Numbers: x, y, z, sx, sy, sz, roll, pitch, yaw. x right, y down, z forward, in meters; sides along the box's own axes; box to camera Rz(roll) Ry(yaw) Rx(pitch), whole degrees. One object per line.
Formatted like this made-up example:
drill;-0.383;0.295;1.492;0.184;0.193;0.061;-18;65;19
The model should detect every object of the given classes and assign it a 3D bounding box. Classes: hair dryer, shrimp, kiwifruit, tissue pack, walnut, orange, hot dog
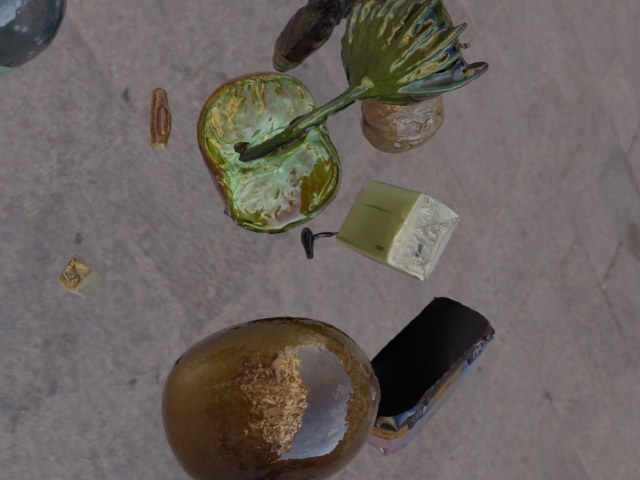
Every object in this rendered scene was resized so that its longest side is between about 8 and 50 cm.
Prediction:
hair dryer;0.000;0.000;1.794;0.031;0.083;0.079;77;1;-53
shrimp;0.022;-0.401;1.456;0.233;0.365;0.071;-43;96;-20
kiwifruit;-0.049;0.177;0.898;0.196;0.233;0.196;-15;90;-74
tissue pack;0.155;-0.026;1.720;0.125;0.234;0.159;29;88;-29
walnut;0.202;-0.313;2.042;0.213;0.213;0.213;12;73;-45
orange;-0.105;-0.183;1.710;0.335;0.262;0.196;62;4;-14
hot dog;-0.320;-0.246;1.671;0.044;0.028;0.137;9;64;-27

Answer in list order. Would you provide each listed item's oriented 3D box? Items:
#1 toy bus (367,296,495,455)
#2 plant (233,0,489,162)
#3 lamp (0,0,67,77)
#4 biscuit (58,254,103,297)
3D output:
toy bus;0.211;0.305;1.807;0.386;0.171;0.162;-38;142;-35
plant;0.075;-0.200;1.173;0.180;0.251;0.333;43;68;-26
lamp;-0.396;-0.222;0.936;0.182;0.182;0.314;-7;129;-48
biscuit;-0.408;0.065;1.411;0.052;0.188;0.056;38;77;-3
